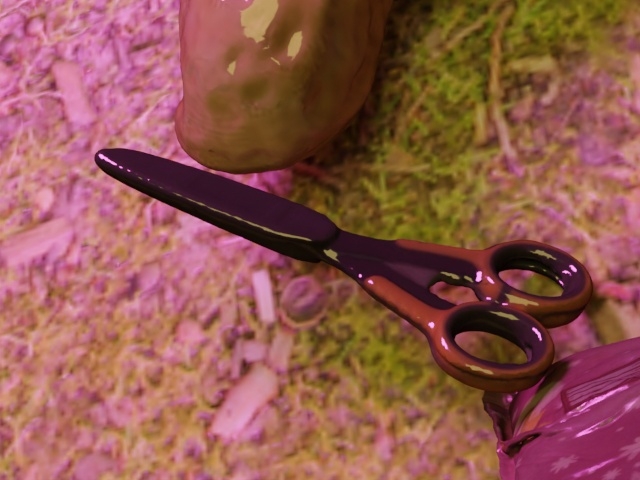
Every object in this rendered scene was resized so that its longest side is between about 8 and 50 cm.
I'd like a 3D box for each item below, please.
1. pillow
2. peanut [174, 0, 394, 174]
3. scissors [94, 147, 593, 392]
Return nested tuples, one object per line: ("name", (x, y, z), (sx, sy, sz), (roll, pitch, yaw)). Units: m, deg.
("pillow", (0.111, 0.076, 0.500), (0.118, 0.185, 0.043), (-24, 106, 14))
("peanut", (0.012, -0.148, 0.643), (0.117, 0.101, 0.263), (29, 85, 49))
("scissors", (0.000, 0.000, 0.599), (0.220, 0.017, 0.088), (21, 42, 18))
